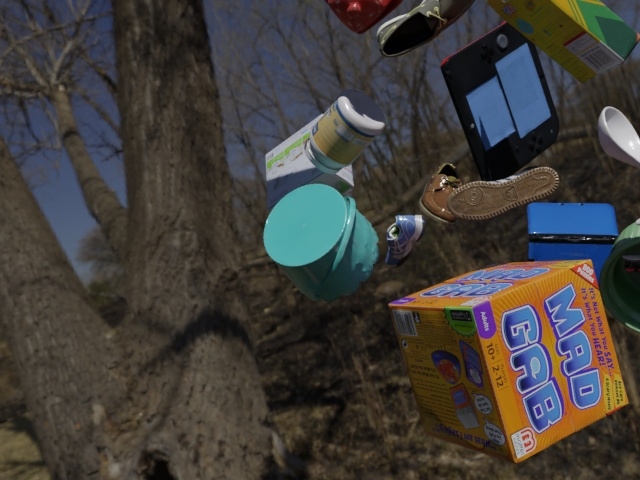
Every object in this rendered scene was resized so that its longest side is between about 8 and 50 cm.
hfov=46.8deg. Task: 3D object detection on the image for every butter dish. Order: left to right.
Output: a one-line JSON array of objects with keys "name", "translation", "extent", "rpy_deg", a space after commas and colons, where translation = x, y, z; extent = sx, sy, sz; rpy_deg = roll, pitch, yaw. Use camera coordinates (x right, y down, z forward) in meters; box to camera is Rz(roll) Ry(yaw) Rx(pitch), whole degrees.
[{"name": "butter dish", "translation": [0.089, -0.567, 1.763], "extent": [0.160, 0.160, 0.118], "rpy_deg": [-31, 28, 37]}]

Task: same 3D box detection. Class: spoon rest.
[{"name": "spoon rest", "translation": [0.701, -0.176, 1.652], "extent": [0.137, 0.276, 0.084], "rpy_deg": [-11, -11, -45]}]

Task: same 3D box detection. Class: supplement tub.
[{"name": "supplement tub", "translation": [0.061, -0.284, 1.955], "extent": [0.144, 0.144, 0.200], "rpy_deg": [-15, -23, -48]}]

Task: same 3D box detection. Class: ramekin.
[{"name": "ramekin", "translation": [0.863, 0.082, 1.844], "extent": [0.303, 0.303, 0.148], "rpy_deg": [-18, 22, 36]}]

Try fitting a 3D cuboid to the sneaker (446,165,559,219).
[{"name": "sneaker", "translation": [0.474, -0.124, 1.912], "extent": [0.282, 0.099, 0.153], "rpy_deg": [-15, 3, 19]}]

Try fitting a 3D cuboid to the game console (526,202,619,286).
[{"name": "game console", "translation": [0.856, 0.013, 2.529], "extent": [0.293, 0.250, 0.173], "rpy_deg": [2, 16, 12]}]

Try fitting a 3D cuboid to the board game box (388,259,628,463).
[{"name": "board game box", "translation": [0.442, 0.268, 1.785], "extent": [0.356, 0.356, 0.356], "rpy_deg": [-18, 4, -25]}]

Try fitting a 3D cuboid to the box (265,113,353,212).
[{"name": "box", "translation": [-0.041, -0.219, 2.290], "extent": [0.262, 0.231, 0.127], "rpy_deg": [-32, -42, 32]}]

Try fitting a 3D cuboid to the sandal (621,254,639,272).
[{"name": "sandal", "translation": [0.722, 0.055, 1.681], "extent": [0.067, 0.040, 0.179], "rpy_deg": [2, -2, 23]}]

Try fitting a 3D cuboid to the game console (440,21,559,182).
[{"name": "game console", "translation": [0.510, -0.385, 2.049], "extent": [0.342, 0.386, 0.060], "rpy_deg": [-37, 22, -30]}]

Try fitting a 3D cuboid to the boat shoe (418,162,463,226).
[{"name": "boat shoe", "translation": [0.344, -0.139, 2.080], "extent": [0.110, 0.104, 0.307], "rpy_deg": [22, 24, -7]}]

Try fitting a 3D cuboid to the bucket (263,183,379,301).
[{"name": "bucket", "translation": [0.000, 0.000, 1.918], "extent": [0.281, 0.281, 0.183], "rpy_deg": [-17, -34, 21]}]

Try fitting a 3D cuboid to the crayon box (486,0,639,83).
[{"name": "crayon box", "translation": [0.563, -0.520, 1.737], "extent": [0.081, 0.318, 0.202], "rpy_deg": [-53, 5, -6]}]

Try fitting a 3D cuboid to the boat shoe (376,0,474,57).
[{"name": "boat shoe", "translation": [0.290, -0.592, 1.996], "extent": [0.305, 0.109, 0.091], "rpy_deg": [-27, 34, 23]}]

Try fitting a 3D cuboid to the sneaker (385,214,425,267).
[{"name": "sneaker", "translation": [0.215, -0.003, 2.031], "extent": [0.081, 0.080, 0.211], "rpy_deg": [10, -42, -12]}]
